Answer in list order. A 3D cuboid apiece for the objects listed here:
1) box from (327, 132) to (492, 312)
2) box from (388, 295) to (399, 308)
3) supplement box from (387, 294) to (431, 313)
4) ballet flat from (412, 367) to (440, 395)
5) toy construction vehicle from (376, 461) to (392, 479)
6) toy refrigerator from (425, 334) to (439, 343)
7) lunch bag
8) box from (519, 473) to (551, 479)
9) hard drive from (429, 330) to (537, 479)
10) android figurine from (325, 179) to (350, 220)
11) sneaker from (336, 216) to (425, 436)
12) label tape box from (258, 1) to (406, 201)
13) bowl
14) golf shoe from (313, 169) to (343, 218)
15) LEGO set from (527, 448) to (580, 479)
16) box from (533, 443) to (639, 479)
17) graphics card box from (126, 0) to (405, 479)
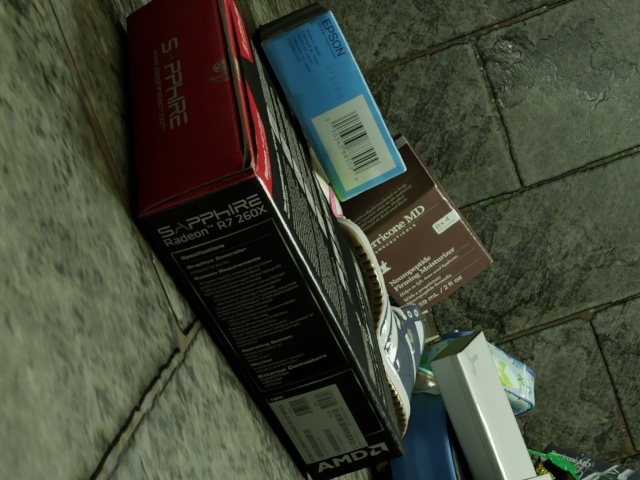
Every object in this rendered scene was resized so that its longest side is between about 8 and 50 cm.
[{"bbox_3d":[0.135,-0.022,1.786,0.203,0.168,0.167,48,10,-38],"label":"box"},{"bbox_3d":[0.125,0.153,1.919,0.244,0.060,0.101,-25,96,-83],"label":"box"},{"bbox_3d":[0.175,0.115,2.314,0.056,0.083,0.083,-79,148,-77],"label":"supplement box"},{"bbox_3d":[0.204,0.290,1.891,0.280,0.095,0.096,30,69,-46],"label":"ballet flat"},{"bbox_3d":[0.087,0.279,1.380,0.086,0.035,0.098,25,46,-80],"label":"toy construction vehicle"},{"bbox_3d":[0.235,0.322,2.176,0.102,0.094,0.270,30,42,-80],"label":"toy refrigerator"},{"bbox_3d":[0.264,0.252,2.031,0.219,0.176,0.090,29,51,-27],"label":"lunch bag"},{"bbox_3d":[0.181,0.379,1.166,0.322,0.058,0.232,1,66,-50],"label":"box"},{"bbox_3d":[0.238,0.300,1.440,0.353,0.047,0.233,69,15,3],"label":"hard drive"},{"bbox_3d":[0.031,0.043,1.519,0.248,0.056,0.273,26,46,-80],"label":"android figurine"},{"bbox_3d":[0.048,0.074,1.251,0.153,0.099,0.282,-65,145,-56],"label":"sneaker"},{"bbox_3d":[0.011,-0.223,1.685,0.249,0.115,0.348,62,6,-15],"label":"label tape box"},{"bbox_3d":[0.199,0.375,1.438,0.391,0.077,0.391,59,17,-31],"label":"bowl"},{"bbox_3d":[0.000,0.000,1.333,0.086,0.067,0.186,-78,149,-74],"label":"golf shoe"},{"bbox_3d":[0.330,0.484,1.987,0.331,0.192,0.255,18,15,-30],"label":"LEGO set"},{"bbox_3d":[0.515,0.593,2.123,0.343,0.312,0.179,12,-43,43],"label":"box"},{"bbox_3d":[-0.039,0.004,0.913,0.371,0.094,0.233,62,11,-46],"label":"graphics card box"}]
